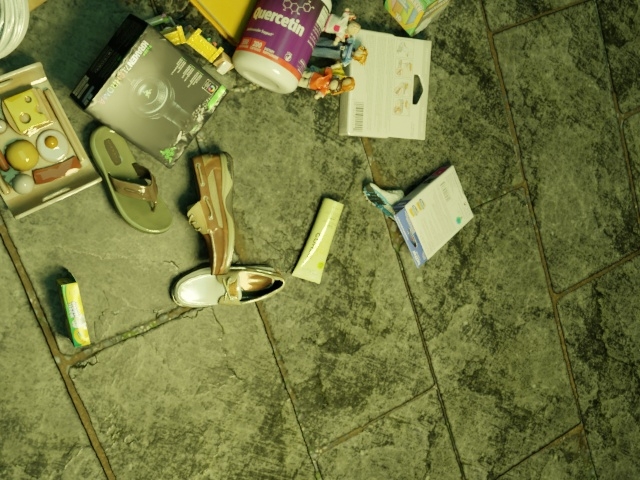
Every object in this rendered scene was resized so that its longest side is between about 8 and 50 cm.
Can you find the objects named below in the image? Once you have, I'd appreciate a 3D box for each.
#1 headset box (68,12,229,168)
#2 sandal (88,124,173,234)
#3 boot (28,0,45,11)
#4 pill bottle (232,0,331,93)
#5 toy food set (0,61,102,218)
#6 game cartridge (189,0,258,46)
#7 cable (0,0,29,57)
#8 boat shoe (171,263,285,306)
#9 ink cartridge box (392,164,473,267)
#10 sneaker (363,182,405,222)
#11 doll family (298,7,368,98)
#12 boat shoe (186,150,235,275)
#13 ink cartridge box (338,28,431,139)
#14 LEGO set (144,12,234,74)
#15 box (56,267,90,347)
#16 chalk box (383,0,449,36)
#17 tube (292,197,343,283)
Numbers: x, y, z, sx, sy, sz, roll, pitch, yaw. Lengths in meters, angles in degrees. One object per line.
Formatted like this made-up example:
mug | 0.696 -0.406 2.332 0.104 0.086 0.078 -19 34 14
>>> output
headset box | -0.396 -0.343 1.687 0.246 0.131 0.283 -52 133 1
sandal | -0.463 -0.145 1.744 0.120 0.086 0.302 -44 112 -40
boot | -0.591 -0.602 1.655 0.269 0.089 0.236 -40 100 -17
pill bottle | -0.088 -0.555 1.825 0.182 0.181 0.322 25 86 -26
toy food set | -0.678 -0.231 1.644 0.220 0.092 0.306 -29 108 -20
game cartridge | -0.205 -0.689 1.763 0.323 0.053 0.285 -67 155 -6
cable | -0.768 -0.509 1.535 0.257 0.089 0.257 -16 108 0
boat shoe | -0.240 0.117 1.889 0.302 0.103 0.113 -10 100 -25
ink cartridge box | 0.327 -0.073 2.125 0.311 0.065 0.185 -40 113 -36
sneaker | 0.204 -0.126 2.105 0.191 0.071 0.082 38 73 -33
doll family | 0.039 -0.492 1.937 0.163 0.118 0.262 16 84 14
boat shoe | -0.287 -0.070 1.838 0.120 0.122 0.323 0 81 -16
ink cartridge box | 0.186 -0.443 2.056 0.261 0.066 0.296 1 96 -26
LEGO set | -0.354 -0.501 1.790 0.287 0.107 0.132 -7 133 -30
box | -0.601 0.160 1.718 0.043 0.105 0.179 -11 100 -25
chalk box | 0.285 -0.700 1.976 0.132 0.213 0.132 -38 83 -18
tube | 0.000 0.000 2.021 0.070 0.062 0.240 21 92 14
